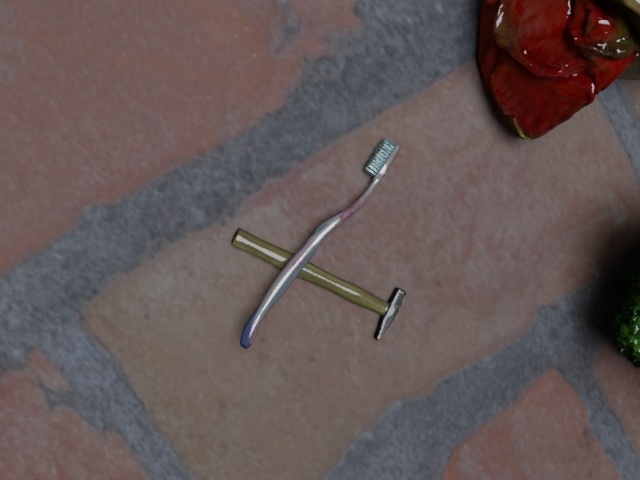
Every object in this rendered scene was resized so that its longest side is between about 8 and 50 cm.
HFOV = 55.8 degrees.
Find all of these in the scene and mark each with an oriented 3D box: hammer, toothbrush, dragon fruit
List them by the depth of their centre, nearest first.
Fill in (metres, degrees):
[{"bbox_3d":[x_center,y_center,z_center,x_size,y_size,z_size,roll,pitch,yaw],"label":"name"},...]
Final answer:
[{"bbox_3d":[0.266,-0.272,0.578,0.152,0.205,0.317,34,87,-12],"label":"dragon fruit"},{"bbox_3d":[0.000,0.000,0.629,0.027,0.021,0.269,37,80,2],"label":"toothbrush"},{"bbox_3d":[-0.005,0.042,0.647,0.198,0.013,0.062,26,89,-12],"label":"hammer"}]

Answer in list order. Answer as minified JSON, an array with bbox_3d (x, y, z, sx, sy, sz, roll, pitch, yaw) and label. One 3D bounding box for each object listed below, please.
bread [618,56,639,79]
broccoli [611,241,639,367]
[{"bbox_3d":[0.390,-0.219,0.637,0.105,0.152,0.077,1,95,-7],"label":"bread"},{"bbox_3d":[0.456,0.095,0.615,0.297,0.297,0.298,2,129,3],"label":"broccoli"}]
